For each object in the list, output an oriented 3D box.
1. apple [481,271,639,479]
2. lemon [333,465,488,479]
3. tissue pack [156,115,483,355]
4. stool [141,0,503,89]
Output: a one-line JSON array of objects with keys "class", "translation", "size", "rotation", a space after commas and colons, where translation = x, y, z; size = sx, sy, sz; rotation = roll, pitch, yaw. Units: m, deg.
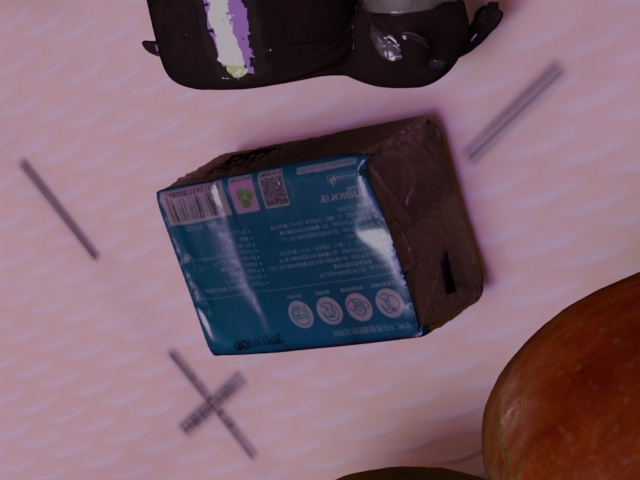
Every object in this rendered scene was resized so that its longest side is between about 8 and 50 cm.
[{"class": "apple", "translation": [0.233, 0.134, 0.731], "size": [0.250, 0.277, 0.309], "rotation": [-35, 108, 13]}, {"class": "lemon", "translation": [0.056, 0.274, 0.904], "size": [0.297, 0.297, 0.297], "rotation": [16, 119, 31]}, {"class": "tissue pack", "translation": [0.000, 0.000, 0.954], "size": [0.169, 0.082, 0.120], "rotation": [-9, 106, 39]}, {"class": "stool", "translation": [-0.009, -0.142, 0.874], "size": [0.217, 0.125, 0.121], "rotation": [2, 110, 26]}]
